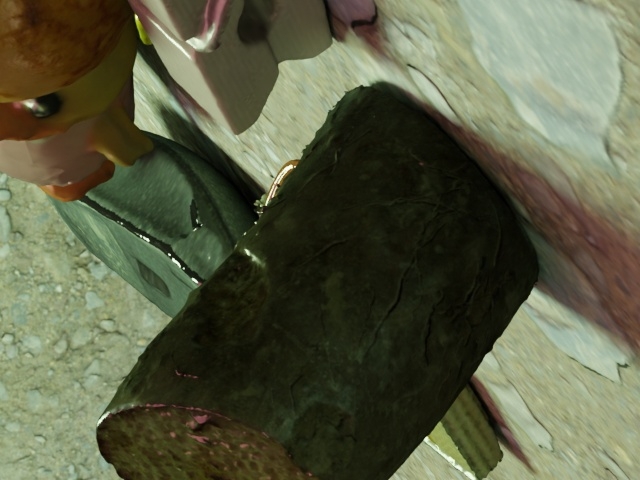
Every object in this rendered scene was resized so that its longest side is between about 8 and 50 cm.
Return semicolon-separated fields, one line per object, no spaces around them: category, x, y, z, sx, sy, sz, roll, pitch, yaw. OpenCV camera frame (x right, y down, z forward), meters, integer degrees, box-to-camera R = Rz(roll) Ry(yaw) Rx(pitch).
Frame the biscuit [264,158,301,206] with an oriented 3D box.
biscuit;0.000;0.000;1.322;0.130;0.019;0.102;39;127;45

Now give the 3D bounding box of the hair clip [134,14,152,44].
hair clip;-0.159;-0.212;1.336;0.173;0.046;0.072;45;166;25

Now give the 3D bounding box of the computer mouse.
computer mouse;-0.112;-0.003;1.726;0.374;0.114;0.203;36;161;38

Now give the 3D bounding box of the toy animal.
toy animal;-0.219;-0.139;1.564;0.195;0.169;0.281;26;169;3

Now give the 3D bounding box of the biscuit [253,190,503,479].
biscuit;0.047;0.068;1.441;0.147;0.046;0.250;36;162;51

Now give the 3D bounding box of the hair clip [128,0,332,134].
hair clip;-0.062;-0.159;0.931;0.085;0.101;0.331;41;169;23

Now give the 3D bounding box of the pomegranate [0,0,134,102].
pomegranate;-0.193;-0.193;1.045;0.248;0.248;0.248;49;171;11

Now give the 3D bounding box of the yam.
yam;0.012;0.042;1.022;0.154;0.254;0.154;28;149;19
